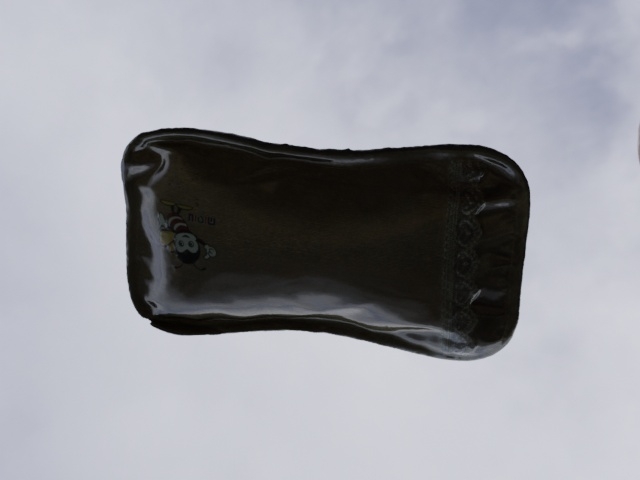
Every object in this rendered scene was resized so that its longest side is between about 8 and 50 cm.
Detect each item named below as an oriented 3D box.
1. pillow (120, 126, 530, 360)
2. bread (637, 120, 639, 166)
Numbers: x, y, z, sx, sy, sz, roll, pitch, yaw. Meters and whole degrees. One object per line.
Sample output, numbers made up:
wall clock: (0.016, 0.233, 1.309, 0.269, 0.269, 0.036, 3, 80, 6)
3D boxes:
pillow: (0.000, 0.000, 0.723, 0.218, 0.033, 0.130, 6, -62, 8)
bread: (0.400, -0.089, 0.972, 0.316, 0.270, 0.211, -24, -91, 27)
